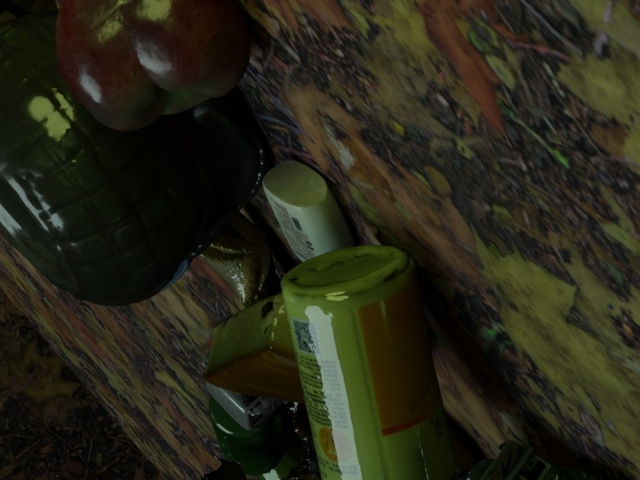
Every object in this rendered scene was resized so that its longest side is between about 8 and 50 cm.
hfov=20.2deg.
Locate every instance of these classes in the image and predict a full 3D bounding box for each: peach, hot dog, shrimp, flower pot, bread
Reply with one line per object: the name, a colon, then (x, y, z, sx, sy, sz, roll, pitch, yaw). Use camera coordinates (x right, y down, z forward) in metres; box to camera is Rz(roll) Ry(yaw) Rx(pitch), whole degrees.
peach: (-0.139, -0.170, 1.423, 0.152, 0.152, 0.152, 45, 164, 16)
hot dog: (-0.079, 0.012, 1.806, 0.169, 0.061, 0.078, 45, -150, -31)
shrimp: (-0.036, 0.251, 2.050, 0.290, 0.222, 0.054, 71, -162, -52)
flower pot: (-0.207, -0.086, 1.658, 0.302, 0.213, 0.302, 46, 164, 17)
bread: (-0.017, 0.107, 1.744, 0.138, 0.077, 0.361, 11, 169, -11)

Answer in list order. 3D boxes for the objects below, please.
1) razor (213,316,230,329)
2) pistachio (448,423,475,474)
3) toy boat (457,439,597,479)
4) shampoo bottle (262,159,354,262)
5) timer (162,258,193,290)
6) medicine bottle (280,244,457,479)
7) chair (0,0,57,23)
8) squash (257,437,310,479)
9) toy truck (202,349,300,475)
razor: (-0.083, 0.202, 2.301, 0.111, 0.056, 0.278, 37, 161, 43)
pistachio: (0.072, 0.212, 1.786, 0.100, 0.110, 0.189, 21, -176, -37)
toy boat: (0.172, 0.240, 1.548, 0.122, 0.114, 0.296, 42, 164, -3)
shampoo bottle: (0.000, 0.000, 1.595, 0.077, 0.045, 0.152, 33, 156, 42)
timer: (-0.219, -0.061, 1.949, 0.175, 0.175, 0.255, 137, 122, -75)
medicine bottle: (0.045, 0.130, 1.514, 0.124, 0.124, 0.239, 23, 130, 60)
chair: (-0.328, -0.227, 1.797, 0.159, 0.172, 0.247, 41, 170, 34)
squash: (0.038, 0.376, 2.273, 0.395, 0.107, 0.107, 51, 165, -1)
toy truck: (-0.074, 0.194, 2.128, 0.101, 0.125, 0.242, 45, 163, 21)
